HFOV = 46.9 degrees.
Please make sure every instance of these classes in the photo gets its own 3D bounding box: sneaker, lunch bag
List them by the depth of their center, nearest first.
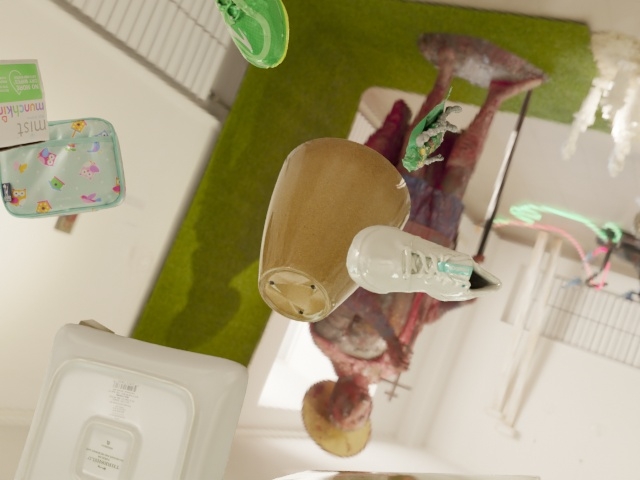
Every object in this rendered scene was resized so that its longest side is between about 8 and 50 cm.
[{"bbox_3d":[0.127,0.029,0.853,0.212,0.080,0.094,12,174,-41],"label":"sneaker"},{"bbox_3d":[-0.146,-0.399,1.130,0.109,0.295,0.123,-14,-163,34],"label":"sneaker"},{"bbox_3d":[-0.591,-0.167,1.667,0.279,0.224,0.108,-7,-176,-12],"label":"lunch bag"}]

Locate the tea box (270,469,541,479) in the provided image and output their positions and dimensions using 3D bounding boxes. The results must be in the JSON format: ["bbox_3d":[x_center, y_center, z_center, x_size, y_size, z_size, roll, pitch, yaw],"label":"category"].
[{"bbox_3d":[0.042,0.333,0.483,0.220,0.329,0.323,-5,166,19],"label":"tea box"}]

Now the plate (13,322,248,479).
[{"bbox_3d":[-0.245,0.253,0.872,0.277,0.278,0.045,10,168,20],"label":"plate"}]

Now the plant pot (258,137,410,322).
[{"bbox_3d":[0.000,0.000,1.196,0.237,0.254,0.237,13,134,14],"label":"plant pot"}]

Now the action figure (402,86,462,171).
[{"bbox_3d":[0.223,-0.203,1.500,0.063,0.232,0.137,21,133,21],"label":"action figure"}]

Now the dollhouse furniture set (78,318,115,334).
[{"bbox_3d":[-0.375,0.228,1.272,0.151,0.123,0.144,32,172,-4],"label":"dollhouse furniture set"}]

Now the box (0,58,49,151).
[{"bbox_3d":[-0.544,-0.170,0.977,0.231,0.126,0.262,2,-166,23],"label":"box"}]
